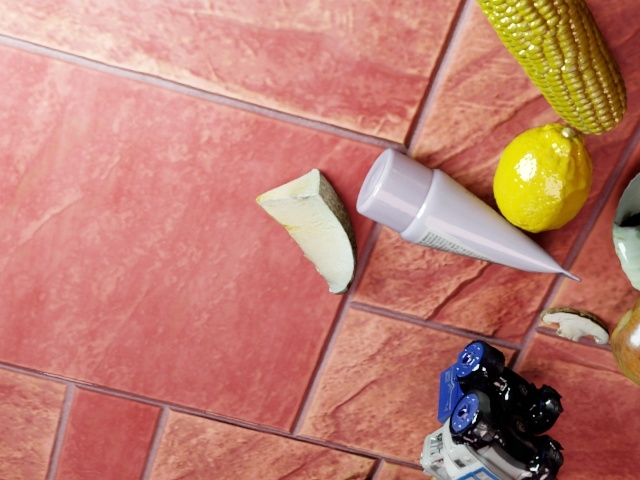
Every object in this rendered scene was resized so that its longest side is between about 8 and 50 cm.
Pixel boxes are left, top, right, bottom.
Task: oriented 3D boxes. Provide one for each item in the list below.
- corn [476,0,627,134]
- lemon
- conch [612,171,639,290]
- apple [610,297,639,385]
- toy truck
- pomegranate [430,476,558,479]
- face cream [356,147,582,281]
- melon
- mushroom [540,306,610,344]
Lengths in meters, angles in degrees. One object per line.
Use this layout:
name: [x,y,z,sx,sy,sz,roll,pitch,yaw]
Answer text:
corn: [0.246,-0.238,1.438,0.106,0.106,0.305,-23,126,21]
lemon: [0.267,-0.076,1.555,0.114,0.114,0.155,15,141,-7]
conch: [0.460,-0.008,1.587,0.172,0.200,0.131,-16,166,37]
apple: [0.436,0.133,1.707,0.102,0.126,0.126,32,126,0]
toy truck: [0.214,0.253,1.765,0.161,0.213,0.177,38,126,-22]
pomegranate: [0.252,0.392,1.881,0.209,0.209,0.209,2,129,3]
face cream: [0.182,-0.015,1.614,0.273,0.154,0.096,27,86,-12]
melon: [0.005,-0.004,1.678,0.098,0.054,0.182,-22,123,28]
mushroom: [0.345,0.114,1.764,0.101,0.019,0.049,21,126,-9]
